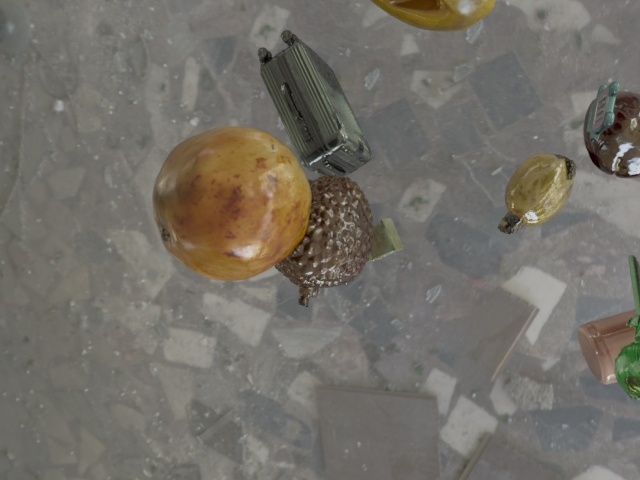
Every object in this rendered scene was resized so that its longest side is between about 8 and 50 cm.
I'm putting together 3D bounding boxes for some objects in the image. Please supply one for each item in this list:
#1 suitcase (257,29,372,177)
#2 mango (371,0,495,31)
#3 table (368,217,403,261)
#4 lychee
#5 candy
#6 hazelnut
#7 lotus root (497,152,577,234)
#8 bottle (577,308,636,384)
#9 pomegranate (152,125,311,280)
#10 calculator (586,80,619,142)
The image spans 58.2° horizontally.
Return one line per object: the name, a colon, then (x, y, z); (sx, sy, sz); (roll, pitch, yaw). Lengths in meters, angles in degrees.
suitcase: (-0.011, -0.294, 1.281); (0.128, 0.202, 0.312); (-28, 73, 19)
mango: (0.138, -0.480, 0.883); (0.365, 0.182, 0.253); (49, 156, 4)
table: (0.131, 0.002, 1.310); (0.083, 0.062, 0.079); (-26, 82, 25)
lychee: (0.000, 0.000, 1.005); (0.200, 0.200, 0.239); (20, 94, 20)
candy: (0.571, 0.142, 1.032); (0.097, 0.324, 0.097); (12, 135, 12)
hazelnut: (0.790, -0.279, 1.473); (0.217, 0.218, 0.234); (-20, 125, 27)
lotus root: (0.654, -0.134, 1.771); (0.182, 0.183, 0.310); (35, 79, 15)
bottle: (0.885, 0.286, 1.571); (0.296, 0.173, 0.207); (-19, 93, 6)
pomegranate: (-0.129, -0.059, 0.851); (0.248, 0.248, 0.249); (5, 103, 24)
calculator: (0.454, -0.208, 0.931); (0.019, 0.141, 0.094); (9, 93, 12)
